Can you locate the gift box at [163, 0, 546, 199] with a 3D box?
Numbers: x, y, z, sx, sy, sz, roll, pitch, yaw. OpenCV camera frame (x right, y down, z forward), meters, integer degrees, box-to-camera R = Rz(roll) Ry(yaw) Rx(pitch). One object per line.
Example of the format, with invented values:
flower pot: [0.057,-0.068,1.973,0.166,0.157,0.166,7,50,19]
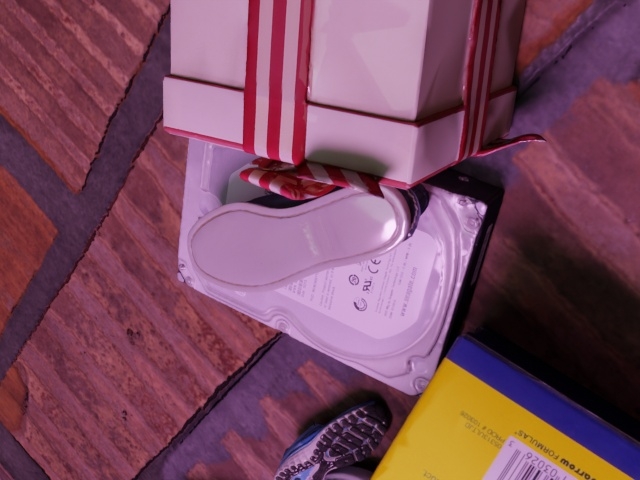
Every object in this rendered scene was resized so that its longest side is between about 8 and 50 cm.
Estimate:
gift box: [0.040,-0.169,0.598,0.276,0.255,0.258,20,117,31]

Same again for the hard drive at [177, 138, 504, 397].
hard drive: [0.000,0.000,0.809,0.339,0.064,0.237,24,120,23]

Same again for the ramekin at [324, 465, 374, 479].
ramekin: [0.040,0.385,0.890,0.207,0.109,0.207,22,125,34]

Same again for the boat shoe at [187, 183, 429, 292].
boat shoe: [-0.018,-0.014,0.726,0.254,0.079,0.095,-17,97,33]

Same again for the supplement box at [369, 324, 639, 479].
supplement box: [0.125,0.277,0.677,0.195,0.194,0.356,32,95,17]

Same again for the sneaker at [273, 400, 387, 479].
sneaker: [0.008,0.233,0.897,0.162,0.073,0.063,-37,112,17]
